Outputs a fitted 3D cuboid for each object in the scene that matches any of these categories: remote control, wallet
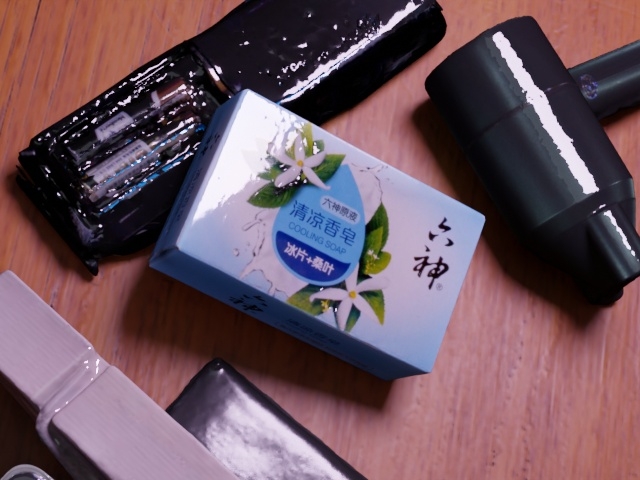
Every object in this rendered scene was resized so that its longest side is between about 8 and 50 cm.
[{"bbox_3d":[-0.068,-0.134,1.155,0.399,0.062,0.144,-37,82,-20],"label":"remote control"},{"bbox_3d":[-0.018,0.227,1.053,0.285,0.030,0.146,38,64,5],"label":"wallet"}]

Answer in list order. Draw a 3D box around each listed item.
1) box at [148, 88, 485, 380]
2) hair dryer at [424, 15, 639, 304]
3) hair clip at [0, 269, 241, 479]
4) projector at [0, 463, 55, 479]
[{"bbox_3d":[0.000,0.000,1.078,0.232,0.083,0.142,27,71,-15],"label":"box"},{"bbox_3d":[0.272,-0.095,1.194,0.302,0.116,0.244,-25,79,-25],"label":"hair dryer"},{"bbox_3d":[-0.140,0.158,0.993,0.331,0.101,0.085,40,73,16],"label":"hair clip"},{"bbox_3d":[-0.213,0.220,0.988,0.083,0.082,0.083,39,67,4],"label":"projector"}]
